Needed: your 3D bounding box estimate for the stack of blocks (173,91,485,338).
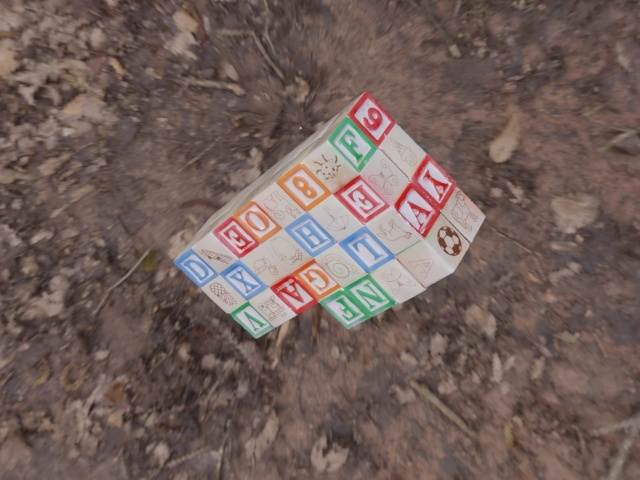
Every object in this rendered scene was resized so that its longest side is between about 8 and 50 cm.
[{"bbox_3d":[0.000,0.000,1.102,0.171,0.087,0.297,45,138,-11],"label":"stack of blocks"}]
